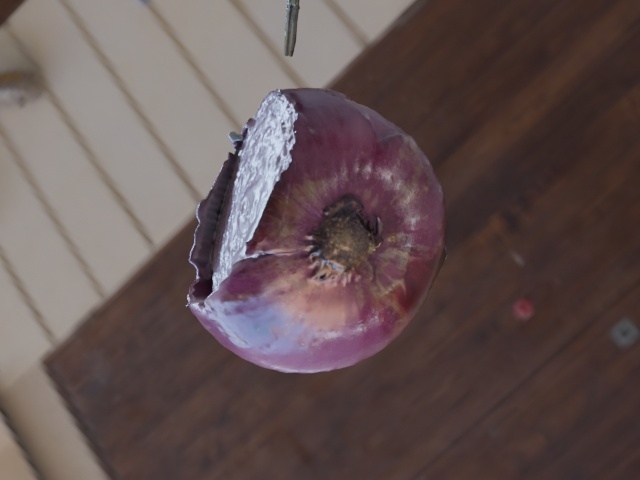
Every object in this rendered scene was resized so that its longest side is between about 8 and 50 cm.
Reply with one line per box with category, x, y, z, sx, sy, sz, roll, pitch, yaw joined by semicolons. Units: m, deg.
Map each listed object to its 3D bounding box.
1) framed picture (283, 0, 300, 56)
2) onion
framed picture;-0.014;-0.258;1.097;0.010;0.231;0.173;3;174;-2
onion;0.006;-0.001;1.174;0.200;0.200;0.207;39;-127;-34
